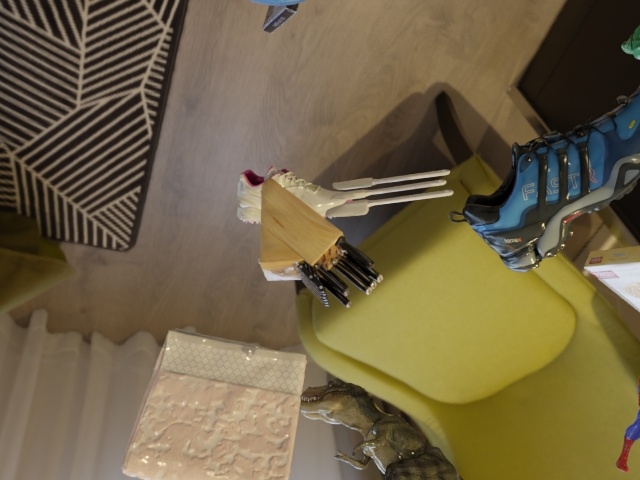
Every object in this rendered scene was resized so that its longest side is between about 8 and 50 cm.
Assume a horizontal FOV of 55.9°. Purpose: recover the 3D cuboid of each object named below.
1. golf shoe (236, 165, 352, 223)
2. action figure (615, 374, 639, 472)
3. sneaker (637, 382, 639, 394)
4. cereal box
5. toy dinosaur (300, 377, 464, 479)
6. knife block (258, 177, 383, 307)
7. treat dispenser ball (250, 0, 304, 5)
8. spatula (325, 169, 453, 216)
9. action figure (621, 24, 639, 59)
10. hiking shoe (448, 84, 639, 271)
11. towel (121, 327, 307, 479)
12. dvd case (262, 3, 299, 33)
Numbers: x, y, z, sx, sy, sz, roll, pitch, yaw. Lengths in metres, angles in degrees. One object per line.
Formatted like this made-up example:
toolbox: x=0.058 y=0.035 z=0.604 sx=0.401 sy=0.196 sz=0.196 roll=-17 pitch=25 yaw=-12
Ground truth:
golf shoe: x=-0.074 y=-0.118 z=1.518 sx=0.306 sy=0.115 sz=0.140 roll=-1 pitch=108 yaw=12
action figure: x=0.262 y=0.126 z=0.466 sx=0.038 sy=0.030 sz=0.115 roll=15 pitch=90 yaw=9
sneaker: x=0.495 y=0.165 z=0.836 sx=0.144 sy=0.053 sz=0.059 roll=-39 pitch=101 yaw=4
cereal box: x=0.670 y=0.096 z=1.190 sx=0.240 sy=0.047 sz=0.173 roll=34 pitch=163 yaw=-13
toy dinosaur: x=0.079 y=0.209 z=0.474 sx=0.268 sy=0.118 sz=0.064 roll=35 pitch=132 yaw=15
knife block: x=0.000 y=0.000 z=1.233 sx=0.242 sy=0.275 sz=0.088 roll=-4 pitch=152 yaw=4
treat dispenser ball: x=-0.069 y=-0.508 z=0.909 sx=0.288 sy=0.288 sz=0.288 roll=-5 pitch=131 yaw=-5
spatula: x=0.134 y=-0.095 z=1.176 sx=0.242 sy=0.168 sz=0.019 roll=-6 pitch=113 yaw=10
action figure: x=0.595 y=-0.350 z=0.996 sx=0.064 sy=0.232 sz=0.137 roll=24 pitch=85 yaw=-19
hiking shoe: x=0.314 y=-0.097 z=0.770 sx=0.132 sy=0.113 sz=0.304 roll=39 pitch=107 yaw=-5
towel: x=-0.208 y=0.360 z=1.271 sx=0.332 sy=0.316 sz=0.053 roll=12 pitch=149 yaw=-2
dvd case: x=-0.063 y=-0.538 z=1.248 sx=0.030 sy=0.239 sz=0.179 roll=16 pitch=94 yaw=-19
